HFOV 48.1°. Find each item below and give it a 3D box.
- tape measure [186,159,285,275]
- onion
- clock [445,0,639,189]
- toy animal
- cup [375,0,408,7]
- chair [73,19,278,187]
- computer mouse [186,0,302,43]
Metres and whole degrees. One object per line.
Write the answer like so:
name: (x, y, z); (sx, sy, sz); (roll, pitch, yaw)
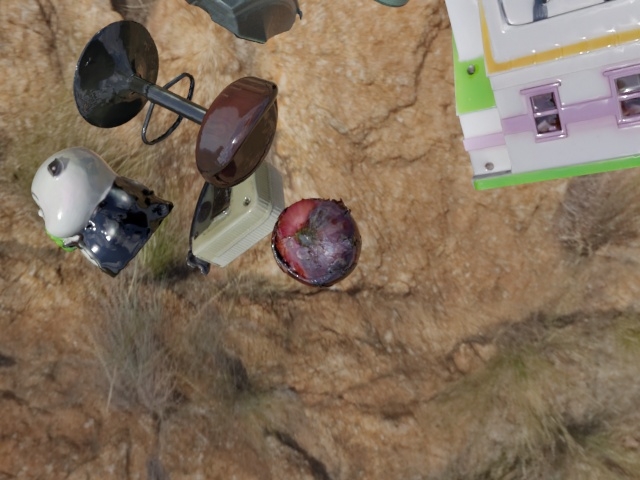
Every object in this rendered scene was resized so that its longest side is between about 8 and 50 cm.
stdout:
tape measure: (-0.219, -0.084, 1.703); (0.133, 0.231, 0.271); (26, 130, -37)
onion: (0.000, 0.000, 1.386); (0.184, 0.147, 0.184); (3, 98, 19)
clock: (0.234, -0.227, 0.663); (0.235, 0.166, 0.310); (-7, 112, 33)
toy animal: (-0.473, -0.061, 1.489); (0.266, 0.212, 0.213); (33, 98, -13)
cup: (0.210, -0.800, 1.645); (0.310, 0.401, 0.392); (24, 140, -31)
chair: (-0.245, -0.244, 1.348); (0.401, 0.226, 0.227); (28, 102, 24)
computer mouse: (-0.083, -0.287, 0.796); (0.126, 0.231, 0.071); (35, 116, 1)
